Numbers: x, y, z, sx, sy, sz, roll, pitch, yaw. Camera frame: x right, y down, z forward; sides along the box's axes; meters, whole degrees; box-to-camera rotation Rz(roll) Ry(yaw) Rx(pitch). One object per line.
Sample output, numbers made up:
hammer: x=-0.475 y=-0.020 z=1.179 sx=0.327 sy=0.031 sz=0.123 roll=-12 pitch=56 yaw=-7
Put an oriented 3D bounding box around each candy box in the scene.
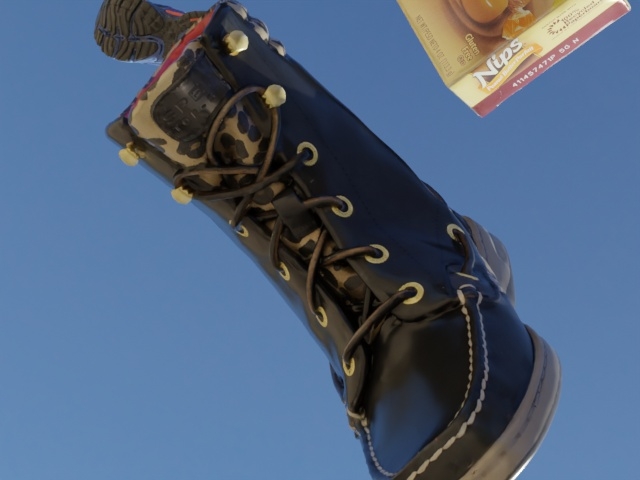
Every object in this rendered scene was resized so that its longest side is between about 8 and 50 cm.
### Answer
candy box: x=0.151 y=-0.304 z=1.401 sx=0.183 sy=0.087 sz=0.316 roll=-35 pitch=-123 yaw=16

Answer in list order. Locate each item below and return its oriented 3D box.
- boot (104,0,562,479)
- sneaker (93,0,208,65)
boot: x=0.000 y=0.000 z=0.855 sx=0.284 sy=0.377 sz=0.138 roll=43 pitch=-71 yaw=-13
sneaker: x=-0.170 y=-0.231 z=1.605 sx=0.221 sy=0.087 sz=0.083 roll=20 pitch=-87 yaw=28
